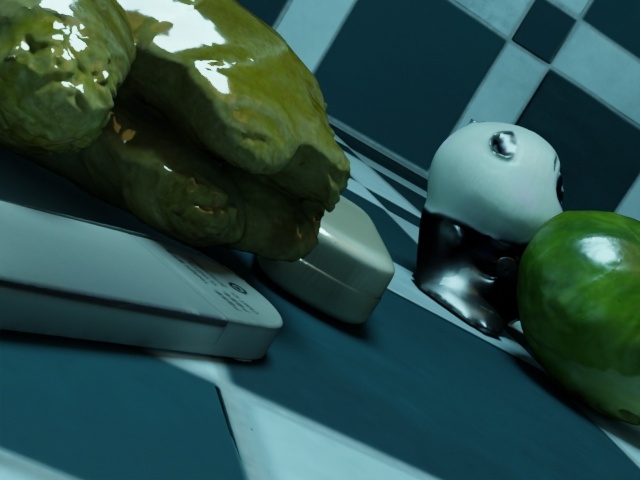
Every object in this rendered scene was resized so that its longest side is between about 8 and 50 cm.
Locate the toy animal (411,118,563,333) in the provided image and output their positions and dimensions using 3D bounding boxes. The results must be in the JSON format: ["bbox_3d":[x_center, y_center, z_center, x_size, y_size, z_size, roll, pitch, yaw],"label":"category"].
[{"bbox_3d":[0.160,-0.017,0.975,0.138,0.179,0.166,14,6,-15],"label":"toy animal"}]

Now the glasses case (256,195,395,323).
[{"bbox_3d":[0.000,0.000,0.716,0.083,0.050,0.196,32,9,-8],"label":"glasses case"}]

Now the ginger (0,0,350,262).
[{"bbox_3d":[-0.167,-0.090,0.550,0.375,0.166,0.236,9,37,-9],"label":"ginger"}]

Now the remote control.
[{"bbox_3d":[-0.096,0.013,0.422,0.077,0.022,0.245,39,11,30],"label":"remote control"}]

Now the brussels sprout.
[{"bbox_3d":[0.234,0.062,0.862,0.181,0.143,0.161,50,-9,31],"label":"brussels sprout"}]
